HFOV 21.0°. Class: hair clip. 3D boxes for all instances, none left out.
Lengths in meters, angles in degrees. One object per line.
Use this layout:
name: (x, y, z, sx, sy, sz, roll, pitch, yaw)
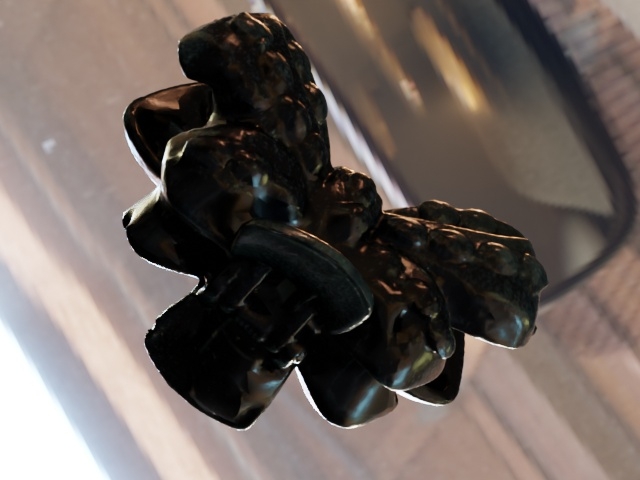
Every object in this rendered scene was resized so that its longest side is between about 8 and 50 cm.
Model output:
hair clip: (-0.005, 0.001, 1.150, 0.310, 0.206, 0.194, 40, -43, -5)
